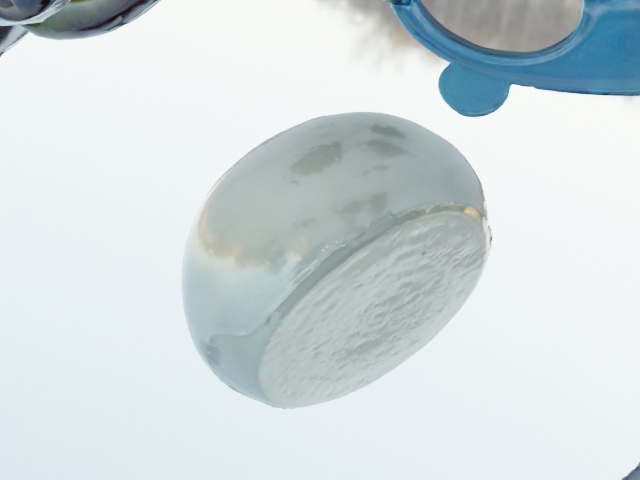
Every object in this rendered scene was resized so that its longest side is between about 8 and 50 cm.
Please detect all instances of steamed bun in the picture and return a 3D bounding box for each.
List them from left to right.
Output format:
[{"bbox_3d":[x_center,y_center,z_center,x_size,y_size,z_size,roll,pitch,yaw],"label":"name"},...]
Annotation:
[{"bbox_3d":[0.000,0.000,1.306,0.232,0.232,0.145,-3,-134,-46],"label":"steamed bun"}]

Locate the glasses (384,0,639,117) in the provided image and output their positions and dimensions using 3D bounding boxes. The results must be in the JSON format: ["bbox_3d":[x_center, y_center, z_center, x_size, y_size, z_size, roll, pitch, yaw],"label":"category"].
[{"bbox_3d":[0.130,-0.153,0.848,0.239,0.102,0.207,3,150,17],"label":"glasses"}]

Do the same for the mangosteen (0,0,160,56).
[{"bbox_3d":[-0.122,-0.120,0.460,0.215,0.215,0.257,0,-157,-39],"label":"mangosteen"}]

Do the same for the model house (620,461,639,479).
[{"bbox_3d":[0.158,0.254,1.129,0.298,0.243,0.284,3,-149,-10],"label":"model house"}]
